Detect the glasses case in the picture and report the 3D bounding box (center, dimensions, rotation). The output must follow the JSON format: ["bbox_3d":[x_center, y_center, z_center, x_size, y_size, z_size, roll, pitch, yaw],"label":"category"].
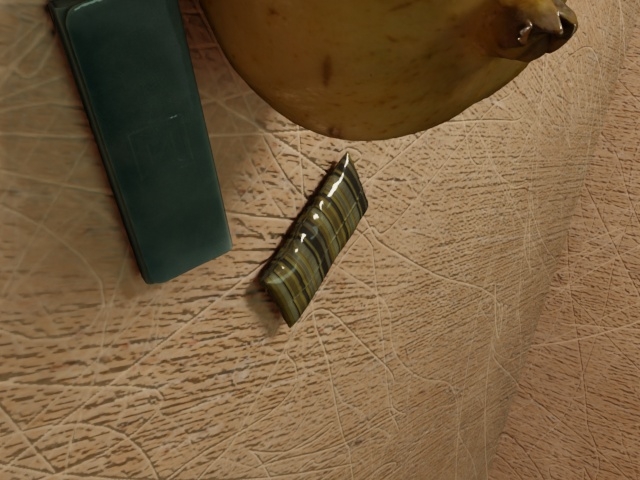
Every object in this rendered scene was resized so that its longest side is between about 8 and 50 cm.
[{"bbox_3d":[-0.132,-0.086,0.642,0.105,0.056,0.266,-47,144,-37],"label":"glasses case"}]

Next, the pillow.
[{"bbox_3d":[0.000,0.000,0.942,0.203,0.038,0.113,-58,149,-22],"label":"pillow"}]

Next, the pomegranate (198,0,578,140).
[{"bbox_3d":[0.062,-0.228,0.598,0.342,0.342,0.343,-38,138,-44],"label":"pomegranate"}]
